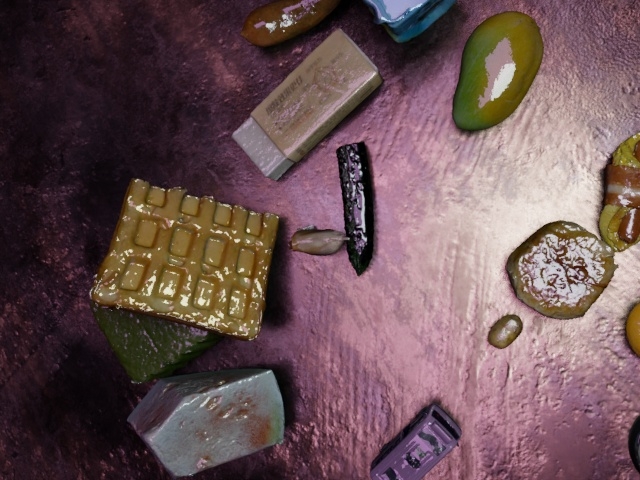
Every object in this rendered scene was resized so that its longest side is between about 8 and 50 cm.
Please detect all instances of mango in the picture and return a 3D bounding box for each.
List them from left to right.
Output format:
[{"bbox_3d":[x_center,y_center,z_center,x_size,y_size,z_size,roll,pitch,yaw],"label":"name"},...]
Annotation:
[{"bbox_3d":[0.358,-0.342,1.170,0.157,0.114,0.251,20,92,7],"label":"mango"}]

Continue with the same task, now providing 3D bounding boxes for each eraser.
[{"bbox_3d":[-0.031,-0.299,1.290,0.343,0.078,0.144,-41,78,11],"label":"eraser"}]

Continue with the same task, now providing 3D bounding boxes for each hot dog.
[{"bbox_3d":[0.615,-0.103,1.104,0.123,0.093,0.261,7,90,15],"label":"hot dog"}]

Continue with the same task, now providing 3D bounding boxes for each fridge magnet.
[{"bbox_3d":[0.663,0.173,1.097,0.143,0.063,0.143,0,88,13],"label":"fridge magnet"}]

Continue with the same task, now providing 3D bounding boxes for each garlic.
[{"bbox_3d":[0.001,0.007,1.268,0.152,0.084,0.066,-2,109,16],"label":"garlic"}]

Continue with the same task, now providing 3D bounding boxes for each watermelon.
[{"bbox_3d":[-0.277,0.404,1.234,0.387,0.258,0.228,-16,82,17],"label":"watermelon"}]

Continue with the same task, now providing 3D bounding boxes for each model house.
[{"bbox_3d":[0.158,-0.551,1.144,0.215,0.303,0.237,-39,90,18],"label":"model house"}]

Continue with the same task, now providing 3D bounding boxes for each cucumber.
[{"bbox_3d":[0.083,-0.070,1.257,0.072,0.072,0.300,-7,88,14],"label":"cucumber"}]

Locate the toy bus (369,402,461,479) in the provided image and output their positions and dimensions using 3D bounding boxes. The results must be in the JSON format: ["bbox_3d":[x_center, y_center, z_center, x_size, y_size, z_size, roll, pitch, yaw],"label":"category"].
[{"bbox_3d":[0.196,0.437,1.185,0.096,0.108,0.199,45,99,12],"label":"toy bus"}]

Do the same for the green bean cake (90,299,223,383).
[{"bbox_3d":[-0.366,0.169,1.317,0.247,0.156,0.249,-36,79,9],"label":"green bean cake"}]

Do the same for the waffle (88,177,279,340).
[{"bbox_3d":[-0.274,0.041,1.211,0.348,0.077,0.304,17,67,-16],"label":"waffle"}]

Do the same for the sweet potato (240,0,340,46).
[{"bbox_3d":[-0.045,-0.523,1.295,0.292,0.097,0.097,-26,82,8],"label":"sweet potato"}]

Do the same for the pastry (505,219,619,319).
[{"bbox_3d":[0.472,0.058,1.136,0.182,0.093,0.192,38,93,14],"label":"pastry"}]

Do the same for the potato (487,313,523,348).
[{"bbox_3d":[0.382,0.188,1.181,0.083,0.040,0.051,-46,69,7],"label":"potato"}]

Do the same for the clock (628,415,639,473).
[{"bbox_3d":[0.694,0.403,1.092,0.185,0.040,0.184,-1,88,14],"label":"clock"}]
